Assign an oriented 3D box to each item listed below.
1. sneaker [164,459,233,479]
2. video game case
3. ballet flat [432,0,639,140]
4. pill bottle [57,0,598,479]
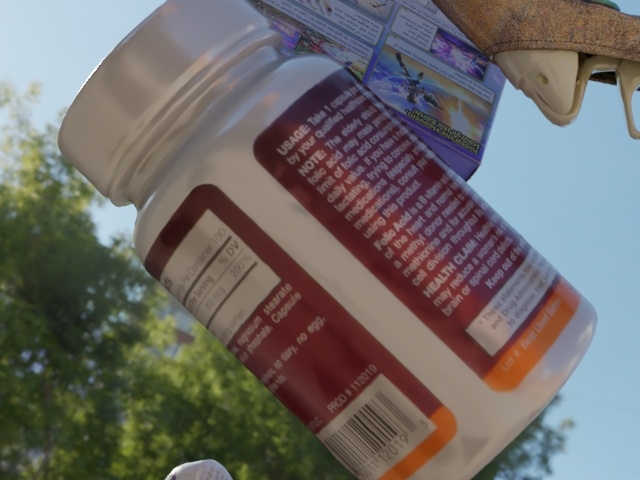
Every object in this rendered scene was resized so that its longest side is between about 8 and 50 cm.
[{"bbox_3d":[-0.140,0.294,1.080,0.161,0.102,0.282,-7,-39,4],"label":"sneaker"},{"bbox_3d":[0.050,-0.201,1.125,0.269,0.244,0.061,28,-40,-7],"label":"video game case"},{"bbox_3d":[0.235,-0.138,0.956,0.315,0.106,0.107,11,-3,9],"label":"ballet flat"},{"bbox_3d":[0.000,0.000,0.924,0.392,0.224,0.224,45,-23,3],"label":"pill bottle"}]
